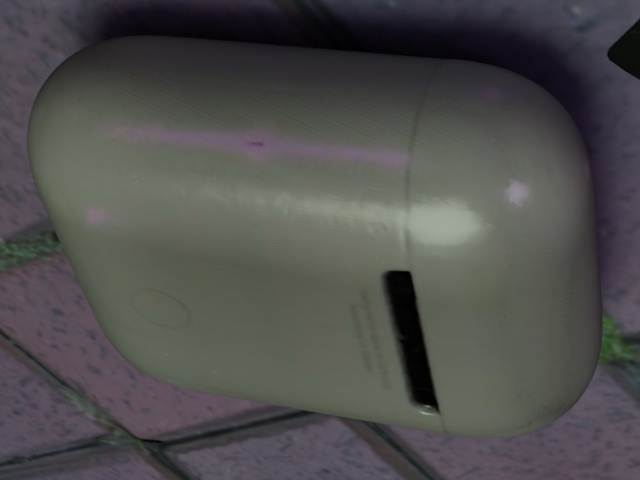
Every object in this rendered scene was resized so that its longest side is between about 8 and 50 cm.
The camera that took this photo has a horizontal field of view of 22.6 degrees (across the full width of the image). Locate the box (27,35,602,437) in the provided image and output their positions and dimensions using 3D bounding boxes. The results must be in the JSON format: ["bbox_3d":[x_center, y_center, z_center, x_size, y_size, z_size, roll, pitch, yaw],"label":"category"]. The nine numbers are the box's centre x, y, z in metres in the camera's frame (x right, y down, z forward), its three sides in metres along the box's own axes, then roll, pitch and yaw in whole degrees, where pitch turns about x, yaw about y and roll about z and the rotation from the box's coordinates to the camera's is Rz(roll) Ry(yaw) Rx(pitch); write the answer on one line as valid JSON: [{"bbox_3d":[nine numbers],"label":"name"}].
[{"bbox_3d":[0.000,0.001,1.003,0.349,0.141,0.288,7,141,18],"label":"box"}]

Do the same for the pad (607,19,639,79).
[{"bbox_3d":[0.305,-0.076,0.866,0.265,0.009,0.159,30,144,-11],"label":"pad"}]
